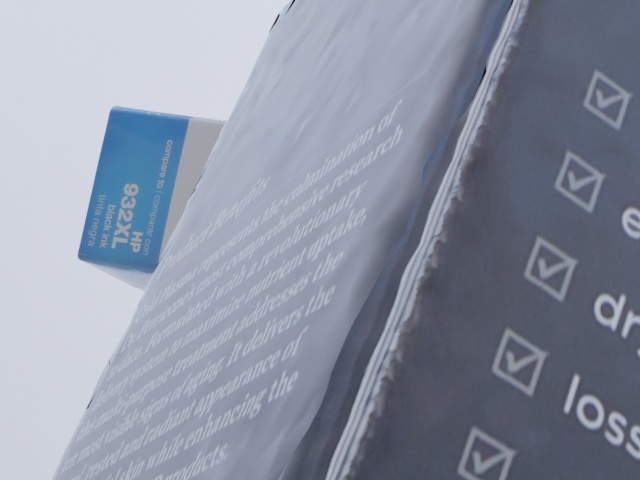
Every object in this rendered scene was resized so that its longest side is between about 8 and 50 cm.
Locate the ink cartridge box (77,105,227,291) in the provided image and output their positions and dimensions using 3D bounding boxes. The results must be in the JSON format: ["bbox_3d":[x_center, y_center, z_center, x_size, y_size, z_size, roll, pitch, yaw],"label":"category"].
[{"bbox_3d":[0.000,0.000,1.304,0.307,0.129,0.223,9,-11,18],"label":"ink cartridge box"}]

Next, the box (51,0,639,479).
[{"bbox_3d":[0.153,0.157,0.584,0.480,0.472,0.297,33,-30,-15],"label":"box"}]
